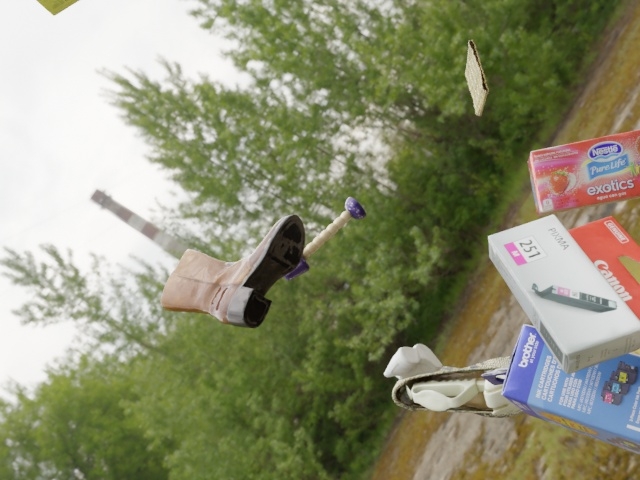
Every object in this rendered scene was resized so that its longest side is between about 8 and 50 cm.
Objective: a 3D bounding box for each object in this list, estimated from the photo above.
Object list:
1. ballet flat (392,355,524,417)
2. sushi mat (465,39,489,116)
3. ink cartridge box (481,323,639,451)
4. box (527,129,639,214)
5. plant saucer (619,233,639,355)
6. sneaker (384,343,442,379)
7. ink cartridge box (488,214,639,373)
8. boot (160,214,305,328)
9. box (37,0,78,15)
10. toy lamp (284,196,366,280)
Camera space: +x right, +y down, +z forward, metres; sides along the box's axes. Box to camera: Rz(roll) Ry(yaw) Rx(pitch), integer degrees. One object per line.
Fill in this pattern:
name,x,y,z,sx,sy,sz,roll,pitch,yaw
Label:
ballet flat,0.412,0.409,1.902,0.182,0.482,0.164,-8,-92,-59
sushi mat,0.452,-0.465,2.061,0.019,0.151,0.316,-15,-5,8
ink cartridge box,0.511,0.285,1.318,0.270,0.395,0.151,38,-109,-55
box,0.629,-0.152,1.584,0.154,0.300,0.142,6,-106,-75
plant saucer,0.756,0.133,1.639,0.081,0.333,0.333,-37,-35,-26
sneaker,0.236,0.326,1.847,0.094,0.080,0.212,-49,-35,19
ink cartridge box,0.439,0.061,1.147,0.238,0.275,0.060,-19,-46,-3
boot,-0.184,0.052,1.485,0.096,0.280,0.264,37,-111,-43
box,-0.454,-0.526,1.313,0.087,0.058,0.232,-14,51,32
toy lamp,0.000,0.000,1.873,0.274,0.080,0.080,-40,-9,-11
